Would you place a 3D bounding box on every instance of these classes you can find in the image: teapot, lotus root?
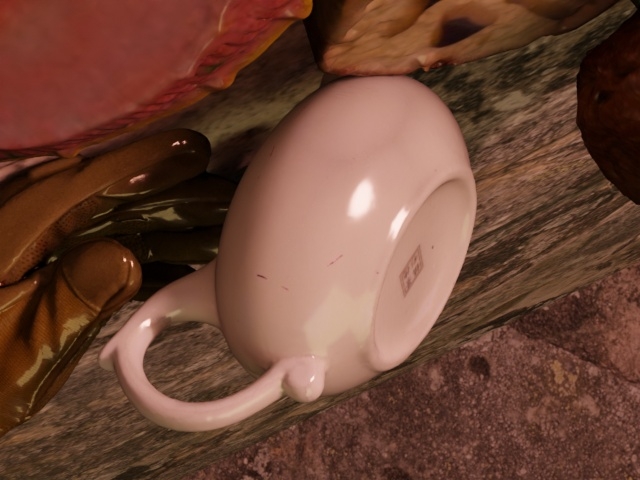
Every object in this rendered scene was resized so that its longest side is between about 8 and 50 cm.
[{"bbox_3d":[0.000,0.000,0.860,0.298,0.139,0.204,-50,155,-32],"label":"teapot"},{"bbox_3d":[0.067,-0.150,0.765,0.261,0.074,0.170,-10,165,-46],"label":"lotus root"}]

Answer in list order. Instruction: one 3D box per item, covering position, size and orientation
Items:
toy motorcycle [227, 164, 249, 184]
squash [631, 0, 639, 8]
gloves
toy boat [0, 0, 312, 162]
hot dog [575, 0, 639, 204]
[{"bbox_3d":[-0.030,-0.024,1.117,0.152,0.073,0.225,-30,166,32],"label":"toy motorcycle"},{"bbox_3d":[0.265,-0.181,1.021,0.069,0.069,0.258,-30,167,25],"label":"squash"},{"bbox_3d":[-0.190,0.046,0.926,0.331,0.141,0.154,-49,162,10],"label":"gloves"},{"bbox_3d":[-0.100,-0.104,0.592,0.318,0.099,0.141,-29,126,22],"label":"toy boat"},{"bbox_3d":[0.286,-0.129,0.864,0.267,0.174,0.387,-49,163,1],"label":"hot dog"}]
